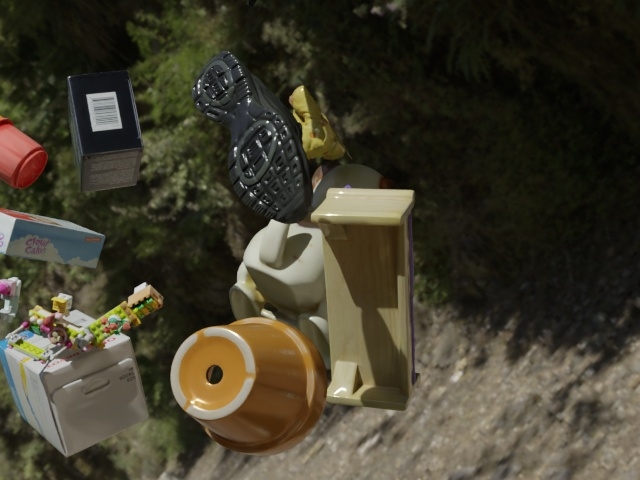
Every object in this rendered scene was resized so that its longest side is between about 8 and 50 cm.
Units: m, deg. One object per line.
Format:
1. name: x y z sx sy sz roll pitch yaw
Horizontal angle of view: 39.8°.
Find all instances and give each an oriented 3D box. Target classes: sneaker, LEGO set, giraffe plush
1. sneaker: -0.065 -0.133 1.173 0.109 0.286 0.130 -40 -36 22
2. LEGO set: -0.406 0.139 1.454 0.107 0.287 0.132 -54 -34 -73
3. giraffe plush: -0.049 -0.197 1.878 0.171 0.181 0.210 -33 45 5

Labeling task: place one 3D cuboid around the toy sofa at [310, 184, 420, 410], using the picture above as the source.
1. toy sofa: 0.090 0.091 1.498 0.177 0.150 0.362 -48 -42 -63

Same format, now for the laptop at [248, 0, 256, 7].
1. laptop: -0.029 -0.591 1.656 0.264 0.137 0.234 -45 42 49

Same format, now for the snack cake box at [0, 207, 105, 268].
1. snack cake box: -0.662 -0.008 2.080 0.264 0.152 0.089 14 -86 -54

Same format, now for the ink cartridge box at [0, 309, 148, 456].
1. ink cartridge box: -0.455 0.256 1.624 0.171 0.168 0.233 -23 23 -33

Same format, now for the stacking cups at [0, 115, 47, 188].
1. stacking cups: -0.498 -0.171 1.130 0.096 0.316 0.096 -53 -7 -10

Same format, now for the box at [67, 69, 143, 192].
1. box: -0.394 -0.194 1.606 0.108 0.153 0.207 -10 -11 -17

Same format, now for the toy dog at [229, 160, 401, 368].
1. toy dog: 0.000 0.000 1.932 0.408 0.285 0.395 -50 -44 -32

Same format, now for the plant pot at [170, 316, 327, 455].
1. plant pot: -0.116 0.202 1.274 0.205 0.205 0.188 -50 -26 1
